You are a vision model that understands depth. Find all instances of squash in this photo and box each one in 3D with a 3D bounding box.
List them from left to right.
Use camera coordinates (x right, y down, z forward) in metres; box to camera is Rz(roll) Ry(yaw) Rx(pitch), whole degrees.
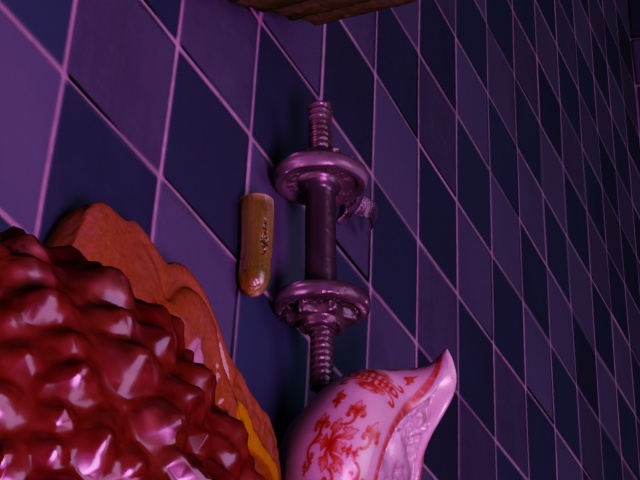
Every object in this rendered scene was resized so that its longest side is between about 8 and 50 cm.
[{"bbox_3d":[-0.050,0.006,1.129,0.027,0.027,0.083,45,40,-55],"label":"squash"}]

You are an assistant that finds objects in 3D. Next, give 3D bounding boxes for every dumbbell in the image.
[{"bbox_3d":[0.000,0.000,1.186,0.081,0.082,0.253,43,41,-56],"label":"dumbbell"}]

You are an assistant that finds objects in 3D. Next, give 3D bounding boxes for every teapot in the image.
[{"bbox_3d":[0.024,0.188,1.103,0.159,0.116,0.245,73,29,-69],"label":"teapot"}]

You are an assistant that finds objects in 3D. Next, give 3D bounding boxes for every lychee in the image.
[{"bbox_3d":[-0.152,0.137,0.528,0.300,0.264,0.264,-53,150,1],"label":"lychee"}]

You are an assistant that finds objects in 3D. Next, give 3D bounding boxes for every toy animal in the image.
[{"bbox_3d":[0.030,-0.039,1.347,0.084,0.028,0.050,34,49,-57],"label":"toy animal"}]

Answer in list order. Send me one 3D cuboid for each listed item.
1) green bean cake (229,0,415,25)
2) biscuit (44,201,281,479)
[{"bbox_3d":[-0.005,-0.356,1.175,0.335,0.218,0.319,3,76,-70],"label":"green bean cake"},{"bbox_3d":[-0.094,0.109,0.949,0.186,0.044,0.295,-78,149,-49],"label":"biscuit"}]
